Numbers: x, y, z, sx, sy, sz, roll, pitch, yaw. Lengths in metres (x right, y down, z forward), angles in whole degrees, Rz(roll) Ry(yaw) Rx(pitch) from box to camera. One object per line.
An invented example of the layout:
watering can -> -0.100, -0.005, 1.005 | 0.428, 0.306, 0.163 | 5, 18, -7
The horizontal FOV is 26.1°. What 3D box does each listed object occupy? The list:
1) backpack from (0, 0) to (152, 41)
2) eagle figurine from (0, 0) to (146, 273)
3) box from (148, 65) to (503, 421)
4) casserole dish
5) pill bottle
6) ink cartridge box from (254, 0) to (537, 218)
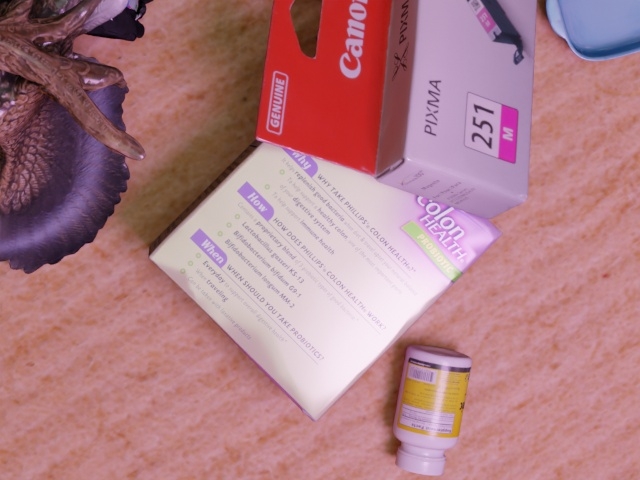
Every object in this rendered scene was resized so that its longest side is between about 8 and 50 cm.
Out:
backpack -> -0.216, -0.276, 1.226 | 0.152, 0.115, 0.182 | 8, 95, -8
eagle figurine -> -0.275, -0.111, 1.174 | 0.225, 0.298, 0.226 | -13, 79, -20
box -> 0.000, 0.000, 1.274 | 0.243, 0.117, 0.213 | -45, 98, -1
casserole dish -> 0.303, -0.241, 1.333 | 0.188, 0.037, 0.114 | -17, 97, -5
pill bottle -> 0.104, 0.163, 1.325 | 0.065, 0.065, 0.116 | 10, 94, -8
ink cartridge box -> 0.076, -0.181, 1.214 | 0.239, 0.060, 0.275 | 17, 65, -25
